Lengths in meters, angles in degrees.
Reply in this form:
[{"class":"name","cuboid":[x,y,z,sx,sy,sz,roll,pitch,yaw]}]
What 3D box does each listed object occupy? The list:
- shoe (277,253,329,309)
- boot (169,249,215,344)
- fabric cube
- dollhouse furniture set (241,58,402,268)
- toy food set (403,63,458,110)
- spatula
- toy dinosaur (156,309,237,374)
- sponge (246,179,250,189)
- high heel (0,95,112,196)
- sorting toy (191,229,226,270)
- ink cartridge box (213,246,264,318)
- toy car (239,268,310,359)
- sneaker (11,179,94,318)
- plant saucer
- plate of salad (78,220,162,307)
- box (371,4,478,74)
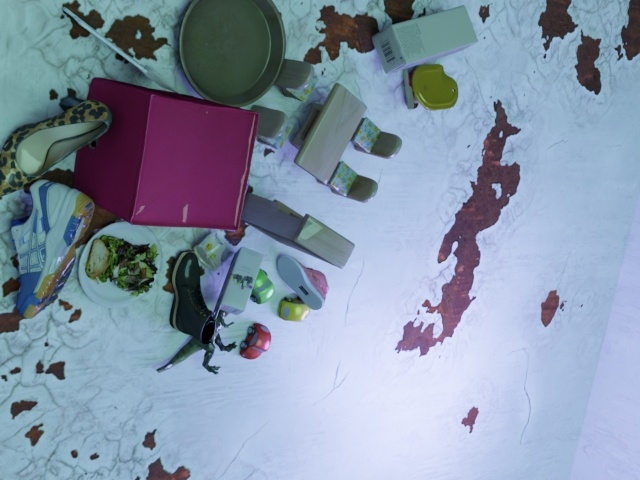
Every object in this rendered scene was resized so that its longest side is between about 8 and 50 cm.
[{"class":"shoe","cuboid":[-0.043,0.094,2.143,0.178,0.063,0.081,53,31,-18]},{"class":"boot","cuboid":[-0.281,0.131,1.895,0.077,0.137,0.197,-10,110,-38]},{"class":"fabric cube","cuboid":[-0.318,-0.174,1.675,0.259,0.258,0.254,4,103,-41]},{"class":"dollhouse furniture set","cuboid":[0.009,-0.171,1.956,0.362,0.256,0.394,32,83,-43]},{"class":"toy food set","cuboid":[0.280,-0.409,2.241,0.218,0.071,0.128,-11,88,-40]},{"class":"spatula","cuboid":[-0.388,-0.371,1.611,0.242,0.168,0.019,37,94,-37]},{"class":"toy dinosaur","cuboid":[-0.271,0.252,2.000,0.268,0.064,0.118,-47,115,-18]},{"class":"sponge","cuboid":[-0.219,-0.095,1.820,0.031,0.210,0.117,13,95,-28]},{"class":"high heel","cuboid":[-0.511,-0.170,1.557,0.261,0.186,0.093,-52,131,-14]},{"class":"sorting toy","cuboid":[-0.257,0.015,1.943,0.075,0.045,0.083,-48,130,-27]},{"class":"ink cartridge box","cuboid":[-0.198,0.115,1.947,0.062,0.104,0.181,22,75,-10]},{"class":"toy car","cuboid":[-0.130,0.170,2.094,0.239,0.053,0.225,-38,126,-25]},{"class":"sneaker","cuboid":[-0.563,0.013,1.650,0.131,0.112,0.296,28,106,0]},{"class":"plant saucer","cuboid":[-0.199,-0.435,1.827,0.278,0.041,0.277,-14,113,-36]},{"class":"plate of salad","cuboid":[-0.431,0.056,1.801,0.200,0.048,0.199,-15,113,-37]},{"class":"box","cuboid":[0.275,-0.526,2.148,0.275,0.094,0.113,-22,93,-33]}]
